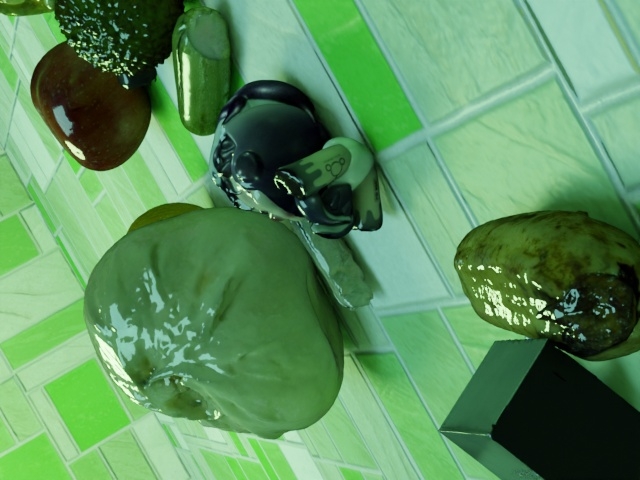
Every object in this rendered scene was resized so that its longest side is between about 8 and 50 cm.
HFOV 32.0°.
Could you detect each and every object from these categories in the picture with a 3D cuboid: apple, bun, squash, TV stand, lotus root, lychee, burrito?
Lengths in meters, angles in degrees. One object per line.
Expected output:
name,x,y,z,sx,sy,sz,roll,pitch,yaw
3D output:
apple,-0.340,-0.211,1.687,0.201,0.162,0.201,50,169,13
bun,-0.141,0.125,1.439,0.361,0.213,0.361,11,125,17
squash,-0.141,-0.199,1.333,0.069,0.069,0.239,53,162,19
TV stand,0.221,0.183,0.805,0.269,0.088,0.083,38,164,-11
lotus root,0.174,0.028,0.842,0.110,0.097,0.258,64,167,-12
lychee,-0.237,-0.270,1.331,0.171,0.171,0.171,49,158,28
burrito,0.002,-0.001,1.297,0.188,0.045,0.058,57,172,6

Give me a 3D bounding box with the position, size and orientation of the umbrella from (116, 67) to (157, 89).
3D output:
umbrella,-0.282,-0.348,1.443,0.090,0.094,0.326,-4,123,19

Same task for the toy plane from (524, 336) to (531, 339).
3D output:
toy plane,0.242,0.194,0.942,0.246,0.078,0.169,45,157,21

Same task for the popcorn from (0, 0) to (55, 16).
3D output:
popcorn,-0.419,-0.402,1.570,0.187,0.186,0.167,-143,47,-66

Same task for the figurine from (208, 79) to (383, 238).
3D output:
figurine,-0.038,-0.089,1.165,0.222,0.145,0.145,25,141,44

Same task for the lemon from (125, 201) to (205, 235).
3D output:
lemon,-0.201,0.038,1.653,0.244,0.187,0.186,16,136,39
